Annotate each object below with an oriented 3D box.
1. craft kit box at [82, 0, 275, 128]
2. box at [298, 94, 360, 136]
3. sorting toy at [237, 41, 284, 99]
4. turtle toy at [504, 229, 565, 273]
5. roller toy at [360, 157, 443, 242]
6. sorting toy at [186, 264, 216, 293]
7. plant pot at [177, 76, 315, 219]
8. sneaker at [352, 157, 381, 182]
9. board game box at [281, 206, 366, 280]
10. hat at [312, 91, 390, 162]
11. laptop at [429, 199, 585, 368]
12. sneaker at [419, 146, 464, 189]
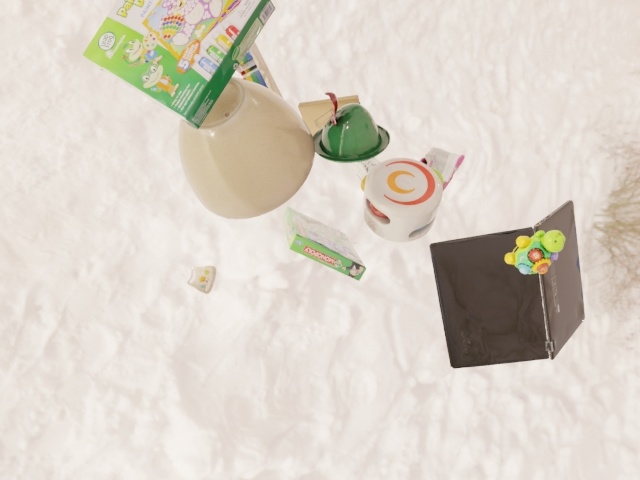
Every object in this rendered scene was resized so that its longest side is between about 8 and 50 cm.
[{"bbox_3d":[-0.245,-0.358,0.859,0.250,0.246,0.061,-58,162,0],"label":"craft kit box"},{"bbox_3d":[0.044,-0.402,1.665,0.164,0.201,0.021,66,26,-51],"label":"box"},{"bbox_3d":[-0.193,-0.487,1.470,0.089,0.257,0.256,-27,100,4],"label":"sorting toy"},{"bbox_3d":[0.454,0.025,1.039,0.095,0.066,0.130,0,134,-21],"label":"turtle toy"},{"bbox_3d":[0.201,-0.099,1.271,0.146,0.209,0.191,91,8,-55],"label":"roller toy"},{"bbox_3d":[-0.350,0.111,1.465,0.045,0.075,0.084,86,18,-75],"label":"sorting toy"},{"bbox_3d":[-0.173,-0.211,1.006,0.284,0.283,0.191,-66,154,-19],"label":"plant pot"},{"bbox_3d":[0.162,-0.235,1.669,0.110,0.292,0.118,-37,114,1],"label":"sneaker"},{"bbox_3d":[0.000,0.000,1.446,0.213,0.317,0.046,24,103,-14],"label":"board game box"},{"bbox_3d":[0.058,-0.277,1.034,0.172,0.209,0.184,-21,131,-13],"label":"hat"},{"bbox_3d":[0.549,0.124,1.427,0.407,0.236,0.383,-25,109,-40],"label":"laptop"},{"bbox_3d":[0.349,-0.207,1.545,0.103,0.111,0.252,-51,169,-26],"label":"sneaker"}]
